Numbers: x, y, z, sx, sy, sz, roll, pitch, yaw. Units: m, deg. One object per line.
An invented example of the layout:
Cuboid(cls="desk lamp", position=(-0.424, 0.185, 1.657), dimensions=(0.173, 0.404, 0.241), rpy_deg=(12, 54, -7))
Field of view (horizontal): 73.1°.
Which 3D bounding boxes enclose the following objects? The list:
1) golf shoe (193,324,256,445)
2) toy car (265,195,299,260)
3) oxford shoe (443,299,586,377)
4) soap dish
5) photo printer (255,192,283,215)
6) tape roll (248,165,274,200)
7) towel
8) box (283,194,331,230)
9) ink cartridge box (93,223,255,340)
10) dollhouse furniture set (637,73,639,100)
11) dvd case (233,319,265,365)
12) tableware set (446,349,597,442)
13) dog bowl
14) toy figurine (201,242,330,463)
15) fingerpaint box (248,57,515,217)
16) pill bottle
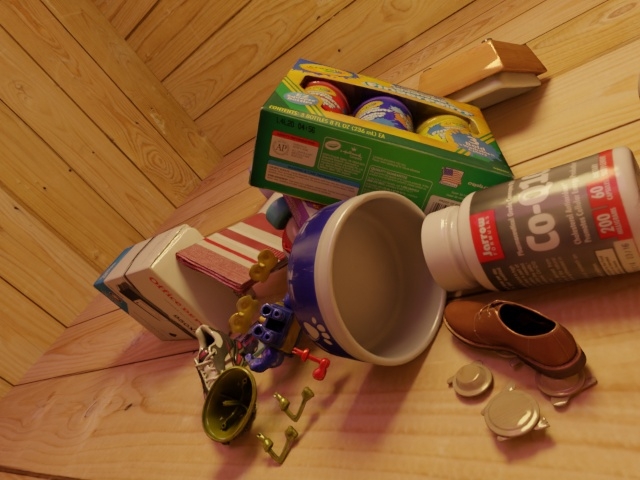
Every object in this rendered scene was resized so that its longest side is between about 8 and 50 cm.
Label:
Cuboid(cls="golf shoe", position=(-0.211, 0.286, 0.879), dimensions=(0.105, 0.120, 0.273), rpy_deg=(-37, 31, 2))
Cuboid(cls="toy car", position=(-0.020, 0.045, 0.981), dimensions=(0.210, 0.219, 0.238), rpy_deg=(-22, -30, -47))
Cuboid(cls="oxford shoe", position=(0.240, 0.106, 0.580), dimensions=(0.076, 0.076, 0.212), rpy_deg=(-42, 20, -18))
Cuboid(cls="soap dish", position=(0.405, -0.407, 1.095), dimensions=(0.291, 0.118, 0.229), rpy_deg=(-19, 5, -43))
Cuboid(cls="photo printer", position=(-0.084, -0.121, 1.418), dimensions=(0.256, 0.107, 0.307), rpy_deg=(-21, 26, 39))
Cuboid(cls="tape roll", position=(-0.191, -0.231, 1.681), dimensions=(0.080, 0.189, 0.189), rpy_deg=(-35, 24, 9))
Cuboid(cls="towel", position=(-0.164, 0.013, 1.104), dimensions=(0.237, 0.037, 0.329), rpy_deg=(21, 36, 32))
Cuboid(cls="box", position=(0.081, -0.075, 0.894), dimensions=(0.201, 0.294, 0.057), rpy_deg=(-117, 34, -47))
Cuboid(cls="ink cartridge box", position=(-0.426, 0.139, 1.244), dimensions=(0.395, 0.285, 0.166), rpy_deg=(-15, 35, 43))
Cuboid(cls="dollhouse furniture set", position=(0.578, -0.226, 0.496), dimensions=(0.394, 0.256, 0.362), rpy_deg=(-50, 27, -24))
Cuboid(cls="dvd case", position=(-0.172, 0.248, 1.027), dimensions=(0.087, 0.013, 0.119), rpy_deg=(-38, 23, 1))
Cuboid(cls="tableware set", position=(0.247, 0.173, 0.553), dimensions=(0.141, 0.020, 0.168), rpy_deg=(-34, 20, -2))
Cuboid(cls="dog bowl", position=(0.081, 0.059, 0.691), dimensions=(0.104, 0.265, 0.265), rpy_deg=(-10, 37, 51))
Cuboid(cls="toy figurine", position=(-0.062, 0.205, 0.838), dimensions=(0.217, 0.191, 0.362), rpy_deg=(60, -131, -75))
Cuboid(cls="fingerpaint box", position=(0.122, -0.208, 0.897), dimensions=(0.371, 0.445, 0.163), rpy_deg=(-76, 1, -55))
Cuboid(cls="pill bottle", position=(0.304, -0.013, 0.627), dimensions=(0.283, 0.161, 0.161), rpy_deg=(-18, 32, 40))
